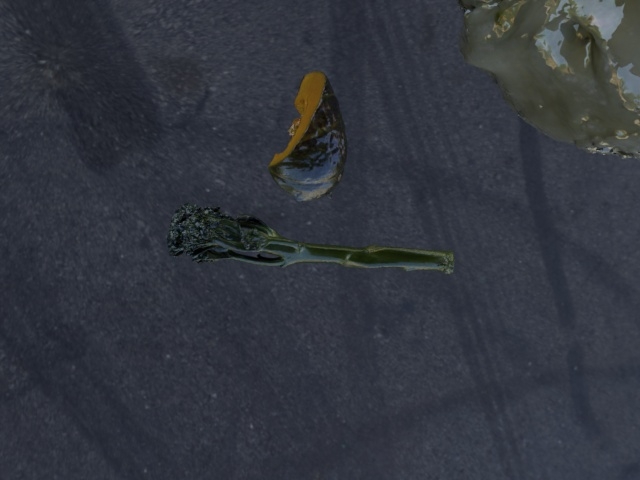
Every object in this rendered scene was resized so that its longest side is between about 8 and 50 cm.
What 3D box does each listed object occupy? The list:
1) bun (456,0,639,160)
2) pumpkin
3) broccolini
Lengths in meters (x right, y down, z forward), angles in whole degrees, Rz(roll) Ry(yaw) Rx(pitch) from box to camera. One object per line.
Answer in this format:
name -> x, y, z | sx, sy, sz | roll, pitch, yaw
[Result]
bun -> 0.268, -0.250, 0.585 | 0.235, 0.361, 0.326 | 0, 144, -28
pumpkin -> 0.016, -0.213, 1.304 | 0.163, 0.111, 0.278 | 32, 60, -28
broccolini -> 0.000, 0.006, 0.828 | 0.393, 0.074, 0.078 | 4, 106, -11
